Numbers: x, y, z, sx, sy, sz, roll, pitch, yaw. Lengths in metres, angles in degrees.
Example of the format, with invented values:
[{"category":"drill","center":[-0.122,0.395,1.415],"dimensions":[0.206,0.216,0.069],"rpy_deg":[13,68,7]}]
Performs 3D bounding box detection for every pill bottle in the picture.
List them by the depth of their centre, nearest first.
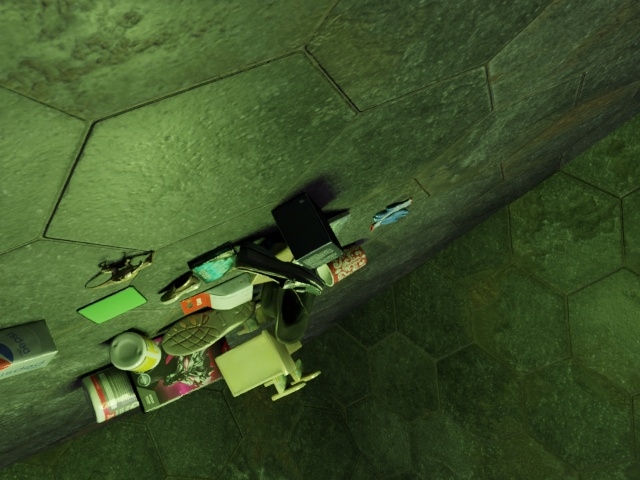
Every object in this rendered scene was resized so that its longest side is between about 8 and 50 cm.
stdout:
[{"category":"pill bottle","center":[-0.605,0.372,1.892],"dimensions":[0.119,0.119,0.208],"rpy_deg":[-27,165,-6]},{"category":"pill bottle","center":[-0.706,0.534,2.144],"dimensions":[0.319,0.176,0.176],"rpy_deg":[-19,163,-31]}]

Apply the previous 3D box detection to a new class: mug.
[{"category":"mug","center":[0.074,0.080,2.219],"dimensions":[0.169,0.150,0.113],"rpy_deg":[-26,130,-23]}]

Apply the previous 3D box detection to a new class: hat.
[{"category":"hat","center":[-0.128,0.188,1.992],"dimensions":[0.134,0.331,0.331],"rpy_deg":[9,179,22]}]

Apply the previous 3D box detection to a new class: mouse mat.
[{"category":"mouse mat","center":[-0.554,0.176,1.541],"dimensions":[0.153,0.007,0.189],"rpy_deg":[-25,166,-12]}]

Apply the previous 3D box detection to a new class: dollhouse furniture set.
[{"category":"dollhouse furniture set","center":[-0.164,0.399,2.158],"dimensions":[0.257,0.362,0.394],"rpy_deg":[-30,175,27]}]

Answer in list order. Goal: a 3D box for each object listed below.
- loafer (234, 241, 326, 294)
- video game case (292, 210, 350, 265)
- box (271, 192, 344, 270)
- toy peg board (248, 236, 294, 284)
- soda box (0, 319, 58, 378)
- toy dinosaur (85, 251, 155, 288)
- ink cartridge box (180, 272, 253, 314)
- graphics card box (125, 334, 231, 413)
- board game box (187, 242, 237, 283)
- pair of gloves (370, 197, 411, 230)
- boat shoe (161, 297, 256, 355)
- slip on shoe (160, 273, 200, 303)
[{"category":"loafer","center":[-0.116,0.099,1.603],"dimensions":[0.096,0.268,0.084],"rpy_deg":[-44,-158,58]},{"category":"video game case","center":[0.000,0.000,1.772],"dimensions":[0.173,0.022,0.190],"rpy_deg":[-27,156,-52]},{"category":"box","center":[-0.029,-0.018,1.543],"dimensions":[0.108,0.153,0.207],"rpy_deg":[-29,164,6]},{"category":"toy peg board","center":[-0.142,0.042,1.731],"dimensions":[0.161,0.079,0.160],"rpy_deg":[-9,141,-55]},{"category":"soda box","center":[-0.768,0.272,1.310],"dimensions":[0.286,0.091,0.098],"rpy_deg":[-11,157,-48]},{"category":"toy dinosaur","center":[-0.458,0.082,1.302],"dimensions":[0.183,0.053,0.092],"rpy_deg":[-27,167,-4]},{"category":"ink cartridge box","center":[-0.341,0.200,1.919],"dimensions":[0.232,0.066,0.189],"rpy_deg":[-28,166,-17]},{"category":"graphics card box","center":[-0.510,0.447,2.094],"dimensions":[0.371,0.232,0.094],"rpy_deg":[-19,169,-28]},{"category":"board game box","center":[-0.290,0.067,1.609],"dimensions":[0.126,0.026,0.186],"rpy_deg":[-26,165,-5]},{"category":"pair of gloves","center":[0.255,-0.091,2.066],"dimensions":[0.159,0.023,0.198],"rpy_deg":[-26,166,-9]},{"category":"boat shoe","center":[-0.391,0.312,2.054],"dimensions":[0.356,0.132,0.130],"rpy_deg":[-25,167,-11]},{"category":"slip on shoe","center":[-0.402,0.135,1.614],"dimensions":[0.135,0.051,0.041],"rpy_deg":[-25,127,20]}]
